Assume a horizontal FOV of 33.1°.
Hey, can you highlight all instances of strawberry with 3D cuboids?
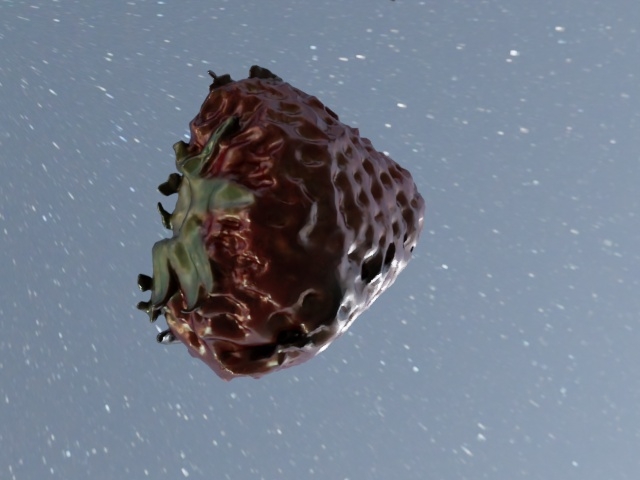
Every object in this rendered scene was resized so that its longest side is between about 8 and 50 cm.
[{"bbox_3d":[-0.011,0.014,0.925,0.280,0.150,0.253,30,-96,-47],"label":"strawberry"}]
